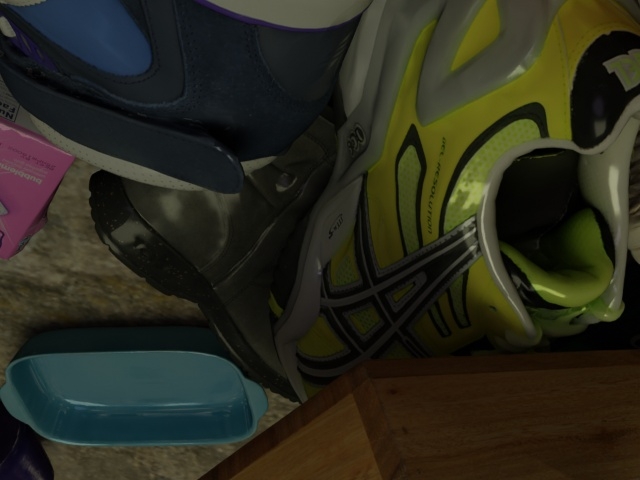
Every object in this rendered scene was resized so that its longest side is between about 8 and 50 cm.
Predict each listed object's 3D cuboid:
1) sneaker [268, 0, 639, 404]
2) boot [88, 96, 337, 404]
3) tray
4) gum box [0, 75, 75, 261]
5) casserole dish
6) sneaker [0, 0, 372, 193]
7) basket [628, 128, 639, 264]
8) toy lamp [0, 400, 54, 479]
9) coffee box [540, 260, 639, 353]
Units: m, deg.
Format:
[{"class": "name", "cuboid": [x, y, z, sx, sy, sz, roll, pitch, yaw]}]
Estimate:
[{"class": "sneaker", "cuboid": [0.069, 0.020, 0.677, 0.145, 0.147, 0.385, -19, 140, -21]}, {"class": "boot", "cuboid": [0.000, 0.000, 0.772, 0.161, 0.083, 0.246, -30, 133, 21]}, {"class": "tray", "cuboid": [0.120, 0.128, 0.712, 0.411, 0.076, 0.203, 1, 149, -42]}, {"class": "gum box", "cuboid": [-0.222, -0.070, 0.724, 0.188, 0.062, 0.107, 24, 136, -20]}, {"class": "casserole dish", "cuboid": [-0.128, 0.099, 0.926, 0.188, 0.037, 0.114, -3, 138, 9]}, {"class": "sneaker", "cuboid": [-0.141, -0.134, 0.594, 0.323, 0.130, 0.236, 29, 147, -8]}, {"class": "basket", "cuboid": [0.235, -0.040, 0.675, 0.167, 0.103, 0.113, -23, 132, 27]}, {"class": "toy lamp", "cuboid": [-0.279, 0.102, 0.918, 0.080, 0.080, 0.275, -15, 133, 22]}, {"class": "coffee box", "cuboid": [0.207, 0.068, 0.848, 0.113, 0.040, 0.184, 33, 132, -28]}]
